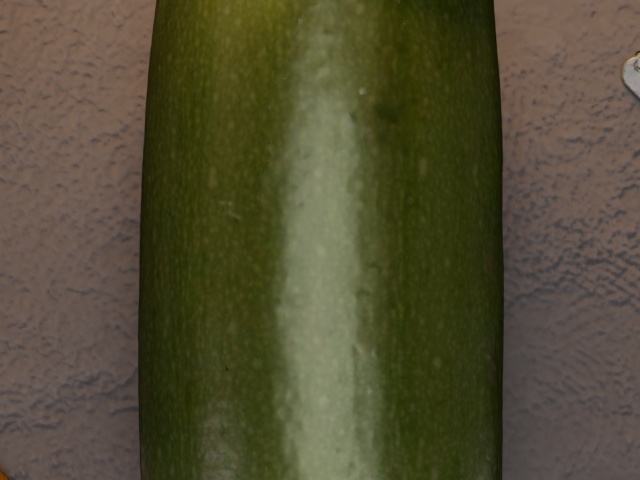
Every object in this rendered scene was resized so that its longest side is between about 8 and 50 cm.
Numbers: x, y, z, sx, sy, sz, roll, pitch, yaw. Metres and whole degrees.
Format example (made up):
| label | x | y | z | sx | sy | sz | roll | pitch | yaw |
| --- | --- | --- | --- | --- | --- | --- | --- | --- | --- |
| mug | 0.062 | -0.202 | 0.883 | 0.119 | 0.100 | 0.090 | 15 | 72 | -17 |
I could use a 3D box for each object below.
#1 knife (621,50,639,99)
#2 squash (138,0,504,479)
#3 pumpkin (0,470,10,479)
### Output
| label | x | y | z | sx | sy | sz | roll | pitch | yaw |
| --- | --- | --- | --- | --- | --- | --- | --- | --- | --- |
| knife | 0.396 | -0.086 | 1.482 | 0.336 | 0.043 | 0.081 | 8 | 95 | 5 |
| squash | 0.000 | 0.000 | 1.352 | 0.263 | 0.263 | 0.384 | 1 | 89 | -2 |
| pumpkin | -0.258 | 0.291 | 1.426 | 0.163 | 0.111 | 0.278 | -35 | 90 | 11 |
